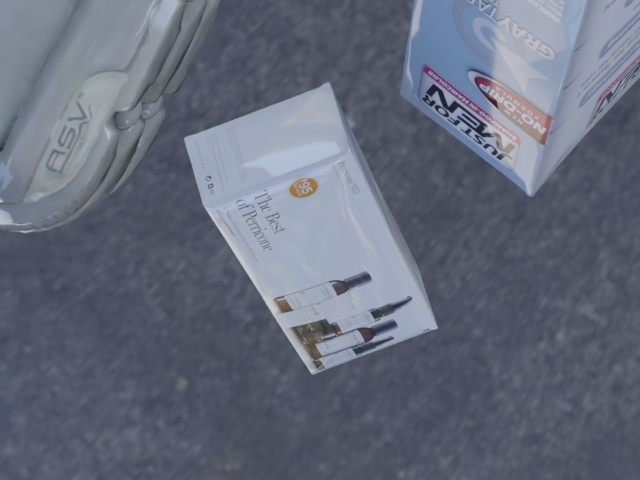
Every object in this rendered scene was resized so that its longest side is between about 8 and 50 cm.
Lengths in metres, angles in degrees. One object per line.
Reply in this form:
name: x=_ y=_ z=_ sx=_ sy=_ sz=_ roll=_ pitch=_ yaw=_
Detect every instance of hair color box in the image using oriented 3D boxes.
hair color box: x=0.154 y=-0.202 z=0.999 sx=0.113 sy=0.185 sz=0.374 roll=39 pitch=157 yaw=17

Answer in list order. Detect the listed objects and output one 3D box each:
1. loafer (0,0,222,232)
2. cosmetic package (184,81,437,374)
loafer: x=-0.041 y=-0.158 z=0.470 sx=0.111 sy=0.112 sz=0.319 roll=28 pitch=93 yaw=1
cosmetic package: x=0.000 y=0.000 z=1.208 sx=0.098 sy=0.060 sz=0.239 roll=-23 pitch=146 yaw=5
